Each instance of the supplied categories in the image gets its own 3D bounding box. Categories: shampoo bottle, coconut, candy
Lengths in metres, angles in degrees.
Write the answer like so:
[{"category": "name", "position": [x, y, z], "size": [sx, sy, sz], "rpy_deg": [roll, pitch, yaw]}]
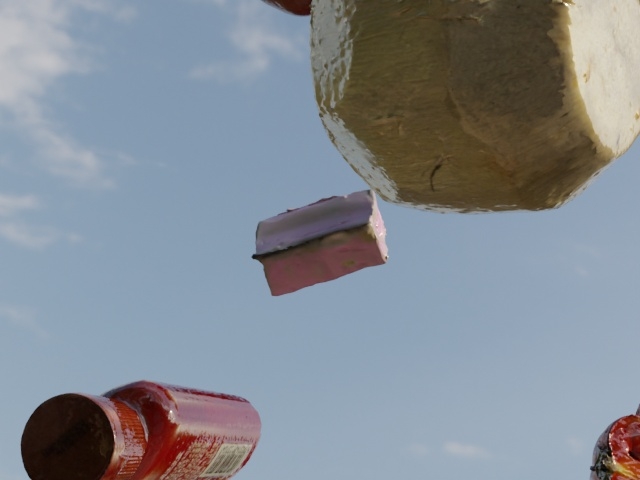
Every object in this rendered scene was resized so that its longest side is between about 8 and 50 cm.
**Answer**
[{"category": "shampoo bottle", "position": [-0.136, 0.165, 0.865], "size": [0.118, 0.076, 0.314], "rpy_deg": [-36, -16, 4]}, {"category": "coconut", "position": [0.150, -0.201, 1.141], "size": [0.360, 0.346, 0.346], "rpy_deg": [2, -24, 40]}, {"category": "candy", "position": [0.000, 0.000, 2.195], "size": [0.265, 0.155, 0.115], "rpy_deg": [-18, -60, 11]}]

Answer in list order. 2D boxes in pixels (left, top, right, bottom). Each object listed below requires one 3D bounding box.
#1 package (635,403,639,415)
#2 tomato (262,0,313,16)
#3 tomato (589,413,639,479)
[{"category": "package", "position": [0.468, 0.277, 1.517], "size": [0.029, 0.083, 0.059], "rpy_deg": [-17, -46, -29]}, {"category": "tomato", "position": [-0.034, -0.360, 1.426], "size": [0.156, 0.069, 0.155], "rpy_deg": [0, -47, 0]}, {"category": "tomato", "position": [0.397, 0.309, 1.361], "size": [0.139, 0.159, 0.091], "rpy_deg": [13, -35, -12]}]
